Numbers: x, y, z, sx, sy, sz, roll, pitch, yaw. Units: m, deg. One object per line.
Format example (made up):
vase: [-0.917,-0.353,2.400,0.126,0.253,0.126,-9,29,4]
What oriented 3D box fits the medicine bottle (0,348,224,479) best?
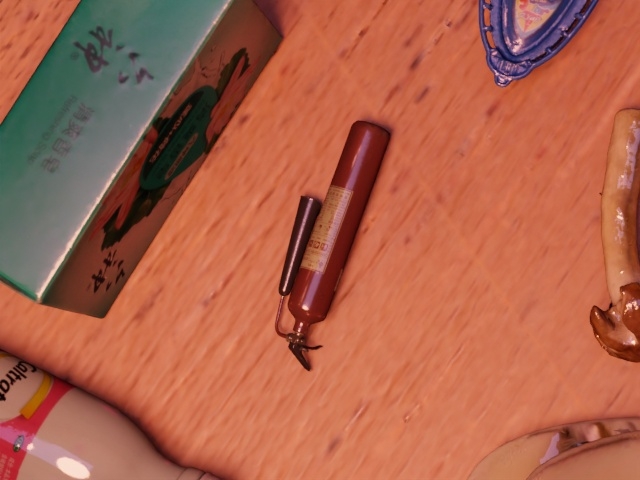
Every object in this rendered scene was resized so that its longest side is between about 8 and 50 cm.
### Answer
medicine bottle: [-0.168,0.147,1.240,0.217,0.090,0.090,25,87,9]

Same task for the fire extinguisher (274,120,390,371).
fire extinguisher: [0.000,0.000,1.263,0.049,0.035,0.173,19,83,6]

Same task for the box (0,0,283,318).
box: [-0.136,-0.074,1.231,0.092,0.153,0.245,32,90,10]

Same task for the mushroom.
mushroom: [0.209,-0.012,1.224,0.060,0.061,0.187,-2,79,13]

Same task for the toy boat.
toy boat: [0.149,-0.186,1.225,0.091,0.110,0.175,21,89,10]

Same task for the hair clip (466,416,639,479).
hair clip: [0.231,0.189,1.177,0.282,0.113,0.172,6,85,4]
